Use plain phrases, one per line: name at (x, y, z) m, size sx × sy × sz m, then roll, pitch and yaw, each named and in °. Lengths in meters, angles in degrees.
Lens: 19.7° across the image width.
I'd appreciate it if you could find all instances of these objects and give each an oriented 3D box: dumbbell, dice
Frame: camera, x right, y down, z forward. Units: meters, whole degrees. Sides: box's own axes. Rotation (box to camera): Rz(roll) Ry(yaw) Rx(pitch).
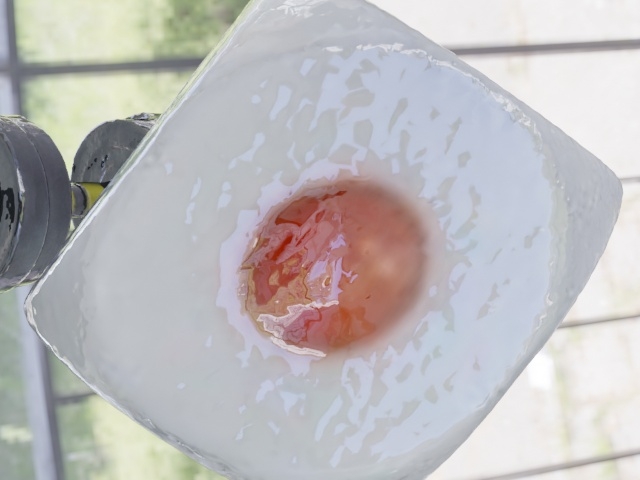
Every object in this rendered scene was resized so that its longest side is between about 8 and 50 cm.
dumbbell at (-0.253, -0.040, 1.855) m, size 0.185 × 0.388 × 0.185 m, roll 2°, pitch 93°, yaw 40°
dice at (0.000, 0.000, 1.073) m, size 0.259 × 0.243 × 0.251 m, roll -55°, pitch 7°, yaw 4°
